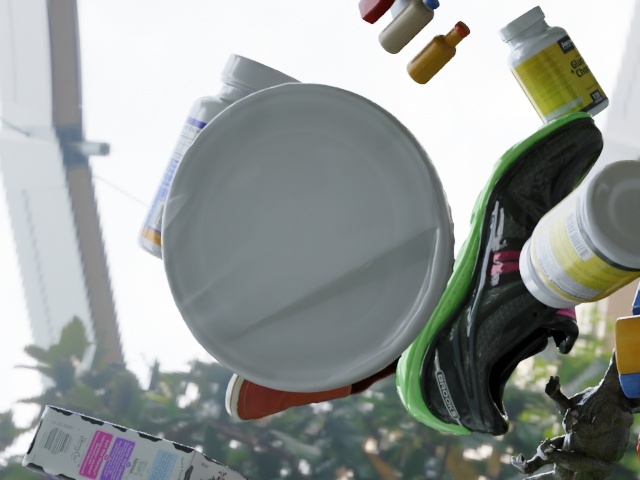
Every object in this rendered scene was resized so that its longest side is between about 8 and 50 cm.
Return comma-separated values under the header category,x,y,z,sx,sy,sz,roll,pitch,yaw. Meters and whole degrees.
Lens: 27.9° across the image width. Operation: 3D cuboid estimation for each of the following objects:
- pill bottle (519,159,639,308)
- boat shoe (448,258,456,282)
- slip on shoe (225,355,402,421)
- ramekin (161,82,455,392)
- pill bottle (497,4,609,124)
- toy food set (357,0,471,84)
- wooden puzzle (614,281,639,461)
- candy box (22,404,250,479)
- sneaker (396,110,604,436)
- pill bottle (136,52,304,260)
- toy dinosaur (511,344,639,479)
category,x,y,z,sx,sy,sz,roll,pitch,yaw
pill bottle,0.303,0.001,1.417,0.119,0.208,0.119,4,-109,-13
boat shoe,0.215,0.091,2.163,0.285,0.089,0.104,44,-114,-31
slip on shoe,0.003,0.201,1.999,0.331,0.101,0.123,-16,-61,-29
ramekin,0.000,0.000,1.179,0.127,0.273,0.273,9,-92,-70
pill bottle,0.343,-0.254,1.917,0.103,0.103,0.184,-34,-88,-40
toy food set,0.125,-0.342,1.803,0.111,0.104,0.232,23,-140,-33
wooden puzzle,0.406,0.161,1.487,0.322,0.080,0.348,-44,-54,-62
candy box,-0.180,0.247,1.338,0.165,0.196,0.070,46,-120,-55
sneaker,0.286,0.053,1.777,0.483,0.202,0.185,-65,-25,-1
pill bottle,-0.116,-0.090,1.629,0.152,0.152,0.272,22,-89,-46
toy dinosaur,0.368,0.280,1.779,0.160,0.121,0.313,15,-75,-23
